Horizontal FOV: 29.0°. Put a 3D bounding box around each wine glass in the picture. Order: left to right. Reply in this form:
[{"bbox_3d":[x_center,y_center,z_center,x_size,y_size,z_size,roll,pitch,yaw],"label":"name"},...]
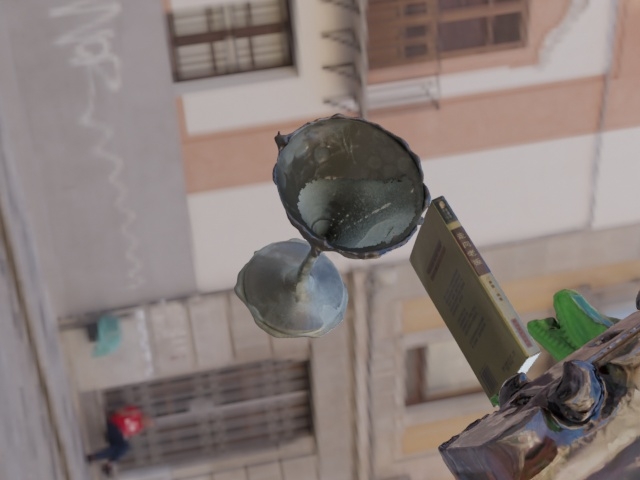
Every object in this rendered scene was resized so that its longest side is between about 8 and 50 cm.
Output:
[{"bbox_3d":[0.000,0.000,1.210,0.232,0.156,0.156,120,-39,-58],"label":"wine glass"}]

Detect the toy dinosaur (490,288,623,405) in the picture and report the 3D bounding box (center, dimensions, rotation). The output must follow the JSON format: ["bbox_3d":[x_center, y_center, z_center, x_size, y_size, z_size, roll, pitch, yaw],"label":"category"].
[{"bbox_3d":[0.331,0.328,1.222,0.500,0.144,0.374,42,-61,14],"label":"toy dinosaur"}]

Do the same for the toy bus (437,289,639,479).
[{"bbox_3d":[0.253,0.121,0.955,0.138,0.317,0.112,60,-16,1],"label":"toy bus"}]

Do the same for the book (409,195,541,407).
[{"bbox_3d":[0.184,0.077,1.526,0.231,0.026,0.161,61,-19,22],"label":"book"}]
